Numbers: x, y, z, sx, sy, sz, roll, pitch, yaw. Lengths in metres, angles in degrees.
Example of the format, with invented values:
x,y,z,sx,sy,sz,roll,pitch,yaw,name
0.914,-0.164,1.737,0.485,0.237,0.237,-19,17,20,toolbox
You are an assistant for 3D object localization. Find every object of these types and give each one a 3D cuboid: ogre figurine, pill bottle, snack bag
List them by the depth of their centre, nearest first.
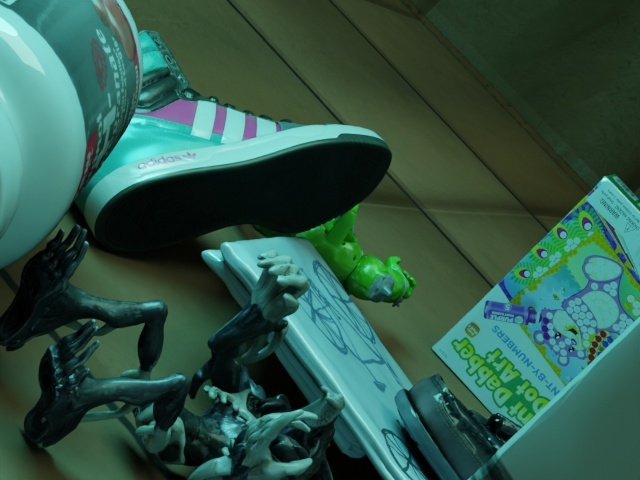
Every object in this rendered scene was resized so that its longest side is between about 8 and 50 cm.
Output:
x,y,z,sx,sy,sz,roll,pitch,yaw,name
-0.220,-0.079,1.054,0.176,0.176,0.318,41,16,-9,pill bottle
0.049,0.137,1.303,0.342,0.037,0.323,53,7,4,snack bag
0.000,0.000,1.532,0.197,0.097,0.118,53,3,-7,ogre figurine

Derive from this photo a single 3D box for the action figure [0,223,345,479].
x,y,z,sx,sy,sz,roll,pitch,yaw,name
-0.059,0.096,1.064,0.276,0.141,0.164,28,34,-41,action figure

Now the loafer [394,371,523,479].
x,y,z,sx,sy,sz,roll,pitch,yaw,name
0.173,0.200,1.256,0.302,0.095,0.109,51,7,-17,loafer

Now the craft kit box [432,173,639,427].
x,y,z,sx,sy,sz,roll,pitch,yaw,name
0.279,0.108,1.652,0.250,0.246,0.061,46,19,11,craft kit box

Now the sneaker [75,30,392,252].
x,y,z,sx,sy,sz,roll,pitch,yaw,name
-0.095,-0.089,1.395,0.295,0.124,0.178,-8,50,-40,sneaker

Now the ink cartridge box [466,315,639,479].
x,y,z,sx,sy,sz,roll,pitch,yaw,name
0.160,0.230,0.794,0.285,0.395,0.166,49,16,18,ink cartridge box
